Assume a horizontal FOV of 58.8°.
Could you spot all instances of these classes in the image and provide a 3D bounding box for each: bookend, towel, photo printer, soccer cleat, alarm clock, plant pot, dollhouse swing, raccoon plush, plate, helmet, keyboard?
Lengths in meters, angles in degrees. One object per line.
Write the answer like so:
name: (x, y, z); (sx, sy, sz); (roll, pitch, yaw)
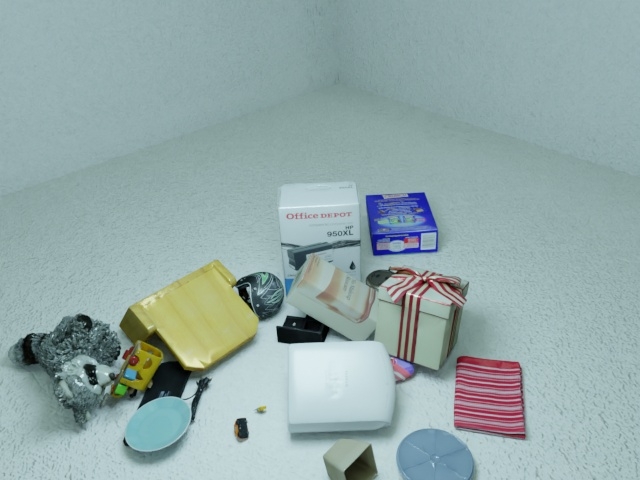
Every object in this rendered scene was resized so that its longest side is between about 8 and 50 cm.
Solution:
bookend: (-0.050, 0.279, 1.931); (0.156, 0.072, 0.157); (6, 34, 14)
towel: (0.495, 0.450, 1.669); (0.199, 0.031, 0.275); (5, 35, 13)
photo printer: (0.059, 0.414, 1.625); (0.308, 0.107, 0.256); (-2, 59, 1)
soccer cleat: (0.163, 0.377, 1.746); (0.248, 0.095, 0.083); (2, 34, 8)
alarm clock: (0.223, 0.170, 2.087); (0.129, 0.064, 0.192); (13, 40, 23)
plant pot: (0.069, 0.574, 1.457); (0.096, 0.109, 0.109); (13, 35, 43)
dollhouse swing: (-0.432, 0.289, 1.936); (0.347, 0.315, 0.305); (-32, 83, -36)
raccoon plush: (-0.801, 0.426, 1.734); (0.446, 0.216, 0.299); (-24, 36, 24)
plate: (-0.452, 0.518, 1.595); (0.188, 0.024, 0.188); (-7, 32, 4)
helmet: (-0.207, 0.189, 2.001); (0.162, 0.169, 0.169); (2, 30, 39)
keyboard: (-0.440, 0.481, 1.698); (0.202, 0.033, 0.317); (-4, 34, 11)

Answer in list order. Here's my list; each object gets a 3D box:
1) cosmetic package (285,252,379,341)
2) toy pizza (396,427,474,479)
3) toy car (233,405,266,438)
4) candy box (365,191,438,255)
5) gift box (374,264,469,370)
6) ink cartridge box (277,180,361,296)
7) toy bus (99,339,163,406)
cosmetic package: (0.052, 0.192, 1.880); (0.296, 0.129, 0.153); (30, 35, -9)
toy pizza: (0.299, 0.580, 1.488); (0.201, 0.032, 0.201); (-2, 32, 1)
toy car: (-0.201, 0.523, 1.627); (0.122, 0.060, 0.040); (-16, -12, -47)
candy box: (0.335, -0.076, 2.391); (0.268, 0.122, 0.317); (-3, 35, 2)
gift box: (0.317, 0.226, 1.762); (0.255, 0.258, 0.276); (12, 19, 20)
ink cartridge box: (0.000, 0.000, 2.056); (0.286, 0.394, 0.166); (-4, 33, 0)
toy bus: (-0.557, 0.409, 1.722); (0.104, 0.202, 0.191); (30, 45, -20)
